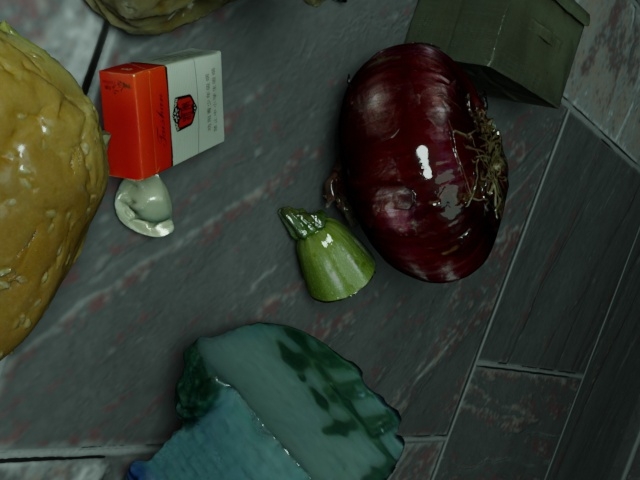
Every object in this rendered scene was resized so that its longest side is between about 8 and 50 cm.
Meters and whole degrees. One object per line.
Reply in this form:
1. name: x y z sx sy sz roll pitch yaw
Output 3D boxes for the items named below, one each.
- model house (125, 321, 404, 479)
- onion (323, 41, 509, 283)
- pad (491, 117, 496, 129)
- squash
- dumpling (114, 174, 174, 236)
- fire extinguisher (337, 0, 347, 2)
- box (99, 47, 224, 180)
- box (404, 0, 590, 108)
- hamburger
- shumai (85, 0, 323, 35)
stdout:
1. model house: -0.099 0.301 0.902 0.329 0.251 0.295 -52 167 15
2. onion: 0.117 -0.098 0.933 0.314 0.232 0.314 -8 90 -70
3. pad: 0.223 -0.079 1.217 0.265 0.009 0.160 -37 131 -31
4. squash: 0.003 -0.001 0.952 0.105 0.105 0.132 -45 125 -25
5. dumpling: -0.185 -0.040 0.763 0.059 0.043 0.077 -27 143 -17
6. fire extinguisher: 0.030 -0.334 0.882 0.038 0.025 0.083 18 93 -27
7. box: -0.151 -0.129 0.720 0.152 0.048 0.100 -39 133 -57
8. box: 0.260 -0.299 1.049 0.231 0.155 0.149 9 100 -50
9. hamburger: -0.296 -0.033 0.568 0.259 0.144 0.283 33 76 -46
10. shumai: -0.076 -0.323 0.591 0.267 0.262 0.314 -25 122 -41
